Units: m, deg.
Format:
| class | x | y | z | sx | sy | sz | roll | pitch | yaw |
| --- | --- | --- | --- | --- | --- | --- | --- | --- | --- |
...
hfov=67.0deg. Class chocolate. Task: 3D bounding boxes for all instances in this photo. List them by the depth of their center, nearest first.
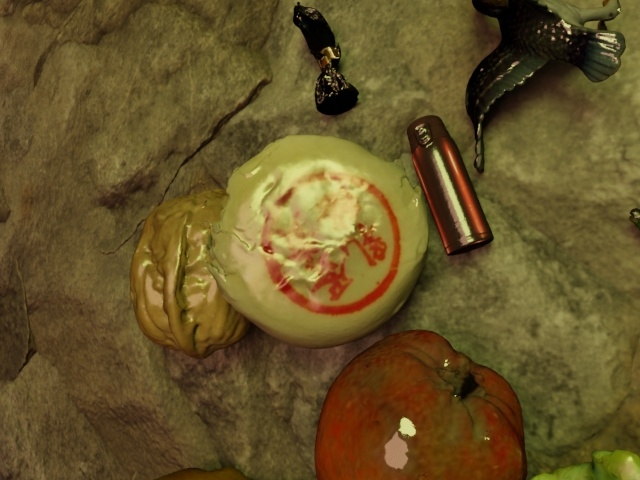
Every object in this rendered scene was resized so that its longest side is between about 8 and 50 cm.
| class | x | y | z | sx | sy | sz | roll | pitch | yaw |
| --- | --- | --- | --- | --- | --- | --- | --- | --- | --- |
| chocolate | 0.008 | -0.250 | 0.659 | 0.070 | 0.072 | 0.147 | -13 | 86 | 19 |

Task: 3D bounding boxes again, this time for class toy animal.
| class | x | y | z | sx | sy | sz | roll | pitch | yaw |
| --- | --- | --- | --- | --- | --- | --- | --- | --- | --- |
| toy animal | 0.215 | -0.215 | 0.506 | 0.160 | 0.197 | 0.272 | 8 | 137 | 17 |

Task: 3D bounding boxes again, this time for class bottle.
| class | x | y | z | sx | sy | sz | roll | pitch | yaw |
| --- | --- | --- | --- | --- | --- | --- | --- | --- | --- |
| bottle | 0.146 | -0.067 | 0.567 | 0.060 | 0.060 | 0.164 | -25 | 75 | 29 |

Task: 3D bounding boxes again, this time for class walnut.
| class | x | y | z | sx | sy | sz | roll | pitch | yaw |
| --- | --- | --- | --- | --- | --- | --- | --- | --- | --- |
| walnut | -0.171 | 0.047 | 0.692 | 0.198 | 0.198 | 0.244 | -4 | 85 | 32 |

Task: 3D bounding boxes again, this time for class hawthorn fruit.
| class | x | y | z | sx | sy | sz | roll | pitch | yaw |
| --- | --- | --- | --- | --- | --- | --- | --- | --- | --- |
| hawthorn fruit | 0.090 | 0.232 | 0.520 | 0.211 | 0.211 | 0.262 | 38 | 126 | 28 |

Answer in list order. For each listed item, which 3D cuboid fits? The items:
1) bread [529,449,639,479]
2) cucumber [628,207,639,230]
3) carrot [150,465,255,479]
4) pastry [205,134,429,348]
| class | x | y | z | sx | sy | sz | roll | pitch | yaw |
| --- | --- | --- | --- | --- | --- | --- | --- | --- | --- |
| bread | 0.205 | 0.335 | 0.360 | 0.251 | 0.208 | 0.376 | 38 | 147 | 41 |
| cucumber | 0.385 | 0.022 | 0.411 | 0.227 | 0.069 | 0.069 | 31 | 105 | 34 |
| carrot | -0.185 | 0.489 | 0.654 | 0.242 | 0.242 | 0.340 | 12 | 92 | 32 |
| pastry | -0.002 | 0.002 | 0.570 | 0.265 | 0.133 | 0.264 | 0 | 86 | 2 |
